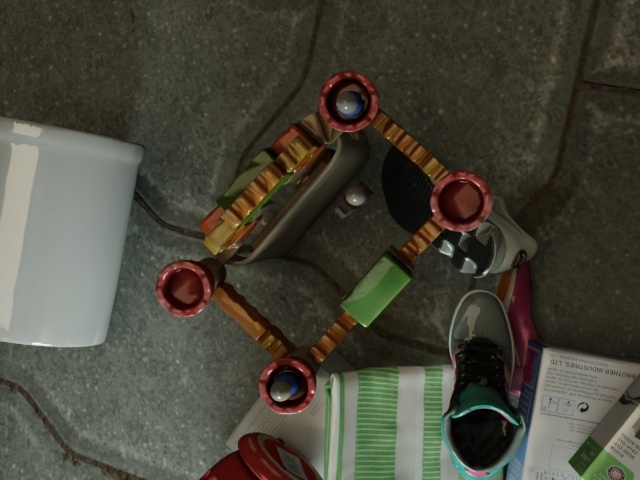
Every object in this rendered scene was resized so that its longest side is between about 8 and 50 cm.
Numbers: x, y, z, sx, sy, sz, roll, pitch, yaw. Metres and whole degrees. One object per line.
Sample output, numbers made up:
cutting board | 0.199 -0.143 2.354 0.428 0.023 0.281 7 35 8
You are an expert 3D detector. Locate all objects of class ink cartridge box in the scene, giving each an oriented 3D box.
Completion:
ink cartridge box | 0.418 0.367 1.319 0.270 0.151 0.395 10 87 7
ink cartridge box | 0.472 0.275 1.197 0.160 0.092 0.219 38 93 6

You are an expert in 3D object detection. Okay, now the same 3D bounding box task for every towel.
towel | 0.156 0.321 1.399 0.038 0.325 0.248 171 101 -66

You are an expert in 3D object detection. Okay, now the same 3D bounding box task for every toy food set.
toy food set | -0.048 -0.083 1.525 0.092 0.220 0.306 42 102 9

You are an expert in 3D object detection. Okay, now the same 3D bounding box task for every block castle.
block castle | 0.000 0.000 1.304 0.303 0.213 0.453 43 102 2

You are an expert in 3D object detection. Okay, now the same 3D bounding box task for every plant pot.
plant pot | -0.100 0.408 1.382 0.191 0.191 0.174 37 95 20

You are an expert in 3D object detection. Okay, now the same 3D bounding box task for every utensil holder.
utensil holder | -0.522 -0.018 1.662 0.327 0.327 0.385 9 91 22

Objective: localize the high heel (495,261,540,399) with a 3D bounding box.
high heel | 0.346 0.141 1.448 0.117 0.082 0.244 11 75 -7

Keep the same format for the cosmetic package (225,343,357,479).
cosmetic package | 0.001 0.333 1.521 0.224 0.138 0.224 41 101 18

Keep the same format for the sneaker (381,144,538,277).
sneaker | 0.229 -0.051 1.488 0.330 0.146 0.122 50 131 40

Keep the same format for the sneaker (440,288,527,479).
sneaker | 0.239 0.219 1.321 0.124 0.178 0.295 1 85 4
